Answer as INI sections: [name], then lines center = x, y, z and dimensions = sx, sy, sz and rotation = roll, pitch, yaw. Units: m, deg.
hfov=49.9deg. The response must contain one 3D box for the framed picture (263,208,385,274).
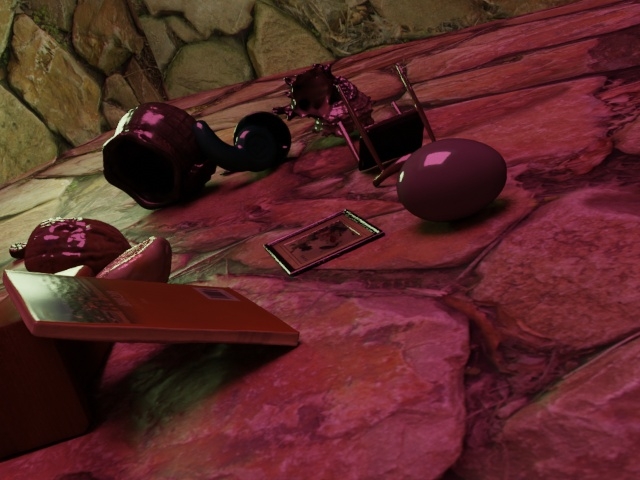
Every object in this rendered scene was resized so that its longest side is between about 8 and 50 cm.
[framed picture]
center = 0.000, 0.000, 1.343
dimensions = 0.199, 0.010, 0.195
rotation = -24, 22, -12

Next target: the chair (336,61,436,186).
[chair]
center = 0.162, -0.243, 1.616
dimensions = 0.188, 0.166, 0.272
rotation = -21, 64, -7

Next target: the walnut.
[walnut]
center = -0.529, 0.030, 1.511
dimensions = 0.230, 0.178, 0.178
rotation = -4, 19, -10

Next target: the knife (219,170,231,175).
[knife]
center = -0.207, -0.248, 2.104
dimensions = 0.222, 0.021, 0.045
rotation = -29, 21, -22

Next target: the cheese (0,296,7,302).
[cheese]
center = -0.614, 0.169, 1.343
dimensions = 0.263, 0.093, 0.159
rotation = -35, 25, -34

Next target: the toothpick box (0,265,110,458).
[toothpick box]
center = -0.446, 0.170, 1.094
dimensions = 0.187, 0.190, 0.308
rotation = -19, 16, 1

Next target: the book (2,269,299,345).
[book]
center = -0.251, 0.098, 1.015
dimensions = 0.374, 0.028, 0.262
rotation = 7, 9, -33

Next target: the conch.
[conch]
center = 0.021, -0.382, 2.000
dimensions = 0.186, 0.313, 0.241
rotation = -52, 33, 36

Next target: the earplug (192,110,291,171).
[earplug]
center = -0.212, -0.282, 1.963
dimensions = 0.257, 0.164, 0.280
rotation = -4, 17, 4

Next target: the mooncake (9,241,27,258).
[mooncake]
center = -0.730, 0.018, 1.871
dimensions = 0.346, 0.057, 0.150
rotation = -18, 33, 20

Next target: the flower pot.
[flower pot]
center = -0.451, -0.231, 1.951
dimensions = 0.301, 0.302, 0.213
rotation = -4, 39, 33

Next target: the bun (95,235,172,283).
[bun]
center = -0.357, 0.073, 1.344
dimensions = 0.183, 0.102, 0.183
rotation = -34, 12, 9

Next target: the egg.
[egg]
center = 0.233, -0.108, 1.223
dimensions = 0.198, 0.146, 0.146
rotation = -11, 22, 3
